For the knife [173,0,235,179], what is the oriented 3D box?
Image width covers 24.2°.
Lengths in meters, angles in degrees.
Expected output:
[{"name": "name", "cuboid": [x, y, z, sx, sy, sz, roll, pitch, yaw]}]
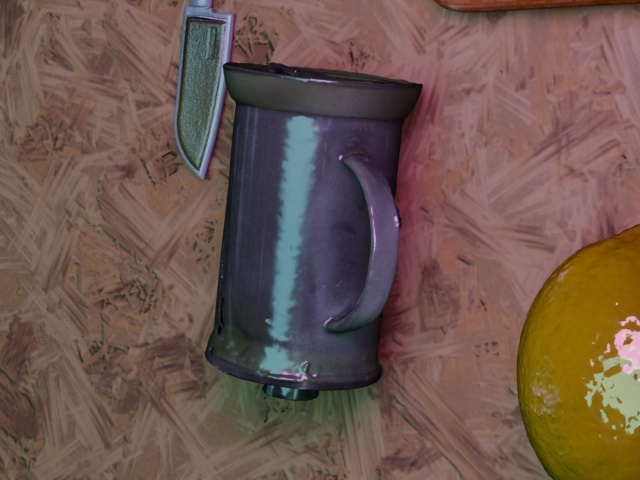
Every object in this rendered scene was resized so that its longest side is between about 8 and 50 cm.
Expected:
[{"name": "knife", "cuboid": [-0.125, -0.238, 1.640, 0.061, 0.027, 0.343, 9, 98, 20]}]

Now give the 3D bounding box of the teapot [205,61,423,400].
[{"name": "teapot", "cuboid": [0.000, 0.000, 1.490, 0.270, 0.200, 0.337, 22, 109, 59]}]

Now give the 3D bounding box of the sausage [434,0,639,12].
[{"name": "sausage", "cuboid": [0.226, -0.268, 1.436, 0.312, 0.093, 0.093, 1, 94, 25]}]

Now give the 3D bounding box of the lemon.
[{"name": "lemon", "cuboid": [0.293, 0.132, 1.361, 0.236, 0.236, 0.263, -23, 60, 25]}]
